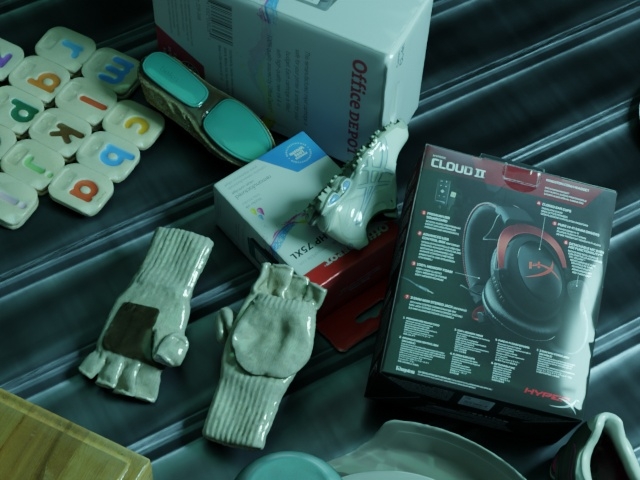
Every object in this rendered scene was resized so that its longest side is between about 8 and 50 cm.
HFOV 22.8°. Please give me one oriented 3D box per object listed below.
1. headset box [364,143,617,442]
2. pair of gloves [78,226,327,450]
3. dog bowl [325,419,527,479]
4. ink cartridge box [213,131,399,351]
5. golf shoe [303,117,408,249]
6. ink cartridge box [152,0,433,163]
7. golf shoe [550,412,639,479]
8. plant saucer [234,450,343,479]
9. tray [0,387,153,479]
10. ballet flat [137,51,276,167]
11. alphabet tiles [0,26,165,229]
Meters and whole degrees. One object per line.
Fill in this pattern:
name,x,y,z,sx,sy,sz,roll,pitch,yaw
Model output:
headset box,0.184,0.043,1.689,0.218,0.110,0.293,13,69,-3
pair of gloves,-0.122,0.098,1.696,0.240,0.042,0.204,20,74,24
dog bowl,0.065,0.348,1.527,0.348,0.102,0.349,1,55,-2
ink cartridge box,0.000,0.000,1.787,0.134,0.078,0.231,-33,62,-23
golf shoe,0.058,-0.059,1.758,0.086,0.069,0.176,40,60,-1
ink cartridge box,-0.036,-0.238,1.866,0.306,0.226,0.131,23,58,13
golf shoe,0.284,0.302,1.558,0.105,0.120,0.273,-5,56,-7
plant saucer,-0.030,0.250,1.519,0.119,0.021,0.119,1,55,-1
tray,-0.353,0.346,1.531,0.203,0.076,0.411,23,56,14
ballet flat,-0.134,-0.146,1.890,0.206,0.067,0.073,43,67,13
alphabet tiles,-0.342,-0.141,1.910,0.278,0.021,0.284,25,57,15
